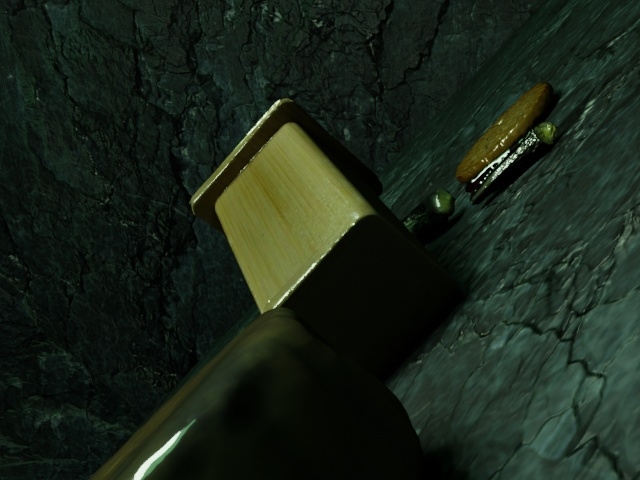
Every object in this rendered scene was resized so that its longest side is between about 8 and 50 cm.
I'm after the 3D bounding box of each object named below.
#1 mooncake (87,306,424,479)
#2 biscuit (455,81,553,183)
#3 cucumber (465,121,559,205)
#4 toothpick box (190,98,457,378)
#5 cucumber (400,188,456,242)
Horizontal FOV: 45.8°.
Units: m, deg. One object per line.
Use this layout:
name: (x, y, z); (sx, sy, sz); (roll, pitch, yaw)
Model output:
mooncake: (-0.064, 0.185, 0.474); (0.290, 0.161, 0.290); (-46, 3, 3)
biscuit: (0.267, -0.153, 1.097); (0.188, 0.027, 0.188); (-49, 4, 4)
cucumber: (0.227, -0.091, 0.904); (0.034, 0.033, 0.135); (2, -35, -42)
toothpick box: (0.000, 0.000, 0.842); (0.187, 0.190, 0.308); (-46, 30, 7)
cucumber: (0.119, -0.003, 1.099); (0.256, 0.044, 0.043); (135, 132, -57)
